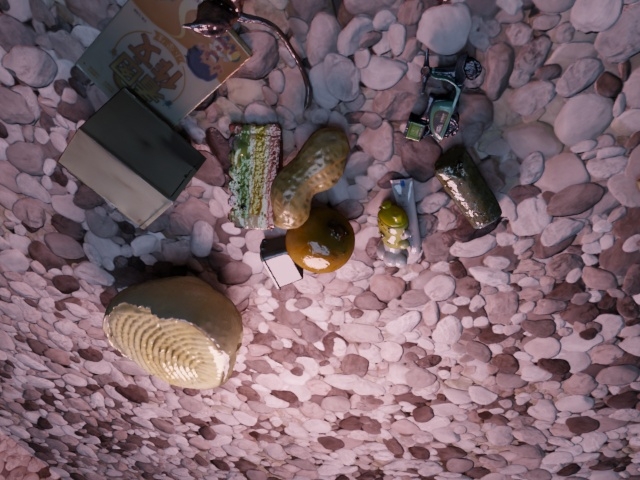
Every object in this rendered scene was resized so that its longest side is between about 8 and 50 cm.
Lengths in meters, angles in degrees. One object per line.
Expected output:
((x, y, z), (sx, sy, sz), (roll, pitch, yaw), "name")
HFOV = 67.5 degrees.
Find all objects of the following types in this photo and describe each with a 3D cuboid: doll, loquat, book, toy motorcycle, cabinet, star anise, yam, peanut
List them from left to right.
((-0.375, -0.158, 0.959), (0.206, 0.145, 0.150), (41, 137, -21), "cabinet")
((-0.298, -0.341, 0.899), (0.295, 0.020, 0.208), (-30, 118, 29), "book")
((-0.095, -0.328, 0.802), (0.227, 0.148, 0.218), (24, 154, -9), "star anise")
((-0.027, -0.122, 0.942), (0.103, 0.098, 0.229), (41, 101, 0), "peanut")
((0.000, 0.000, 1.037), (0.163, 0.137, 0.163), (16, 131, 19), "loquat")
((0.156, -0.009, 1.032), (0.062, 0.106, 0.162), (-24, 135, -14), "doll")
((0.213, -0.254, 0.850), (0.100, 0.058, 0.173), (17, 131, 4), "toy motorcycle")
((0.292, -0.098, 0.945), (0.078, 0.078, 0.179), (-26, 118, 27), "yam")

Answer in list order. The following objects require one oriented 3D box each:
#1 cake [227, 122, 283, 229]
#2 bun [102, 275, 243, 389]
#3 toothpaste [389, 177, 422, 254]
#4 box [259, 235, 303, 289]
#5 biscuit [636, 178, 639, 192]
((-0.134, -0.140, 1.015), (0.109, 0.090, 0.225), (7, 110, 8), "cake")
((-0.353, 0.218, 1.235), (0.364, 0.202, 0.364), (9, 134, 10), "bun")
((0.191, -0.050, 1.033), (0.048, 0.031, 0.190), (-2, 125, 24), "toothpaste")
((-0.088, 0.048, 1.130), (0.069, 0.084, 0.122), (-16, 125, 13), "box")
((0.727, -0.124, 0.869), (0.265, 0.040, 0.188), (-10, 128, 18), "biscuit")
